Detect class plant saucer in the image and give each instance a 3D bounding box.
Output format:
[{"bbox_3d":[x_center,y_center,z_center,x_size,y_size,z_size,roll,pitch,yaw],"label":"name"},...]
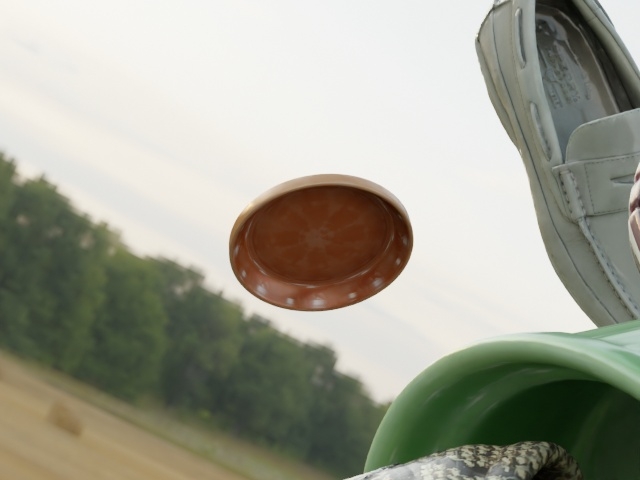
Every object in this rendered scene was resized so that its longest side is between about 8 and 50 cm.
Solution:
[{"bbox_3d":[0.000,0.000,0.811,0.083,0.083,0.013,30,34,-33],"label":"plant saucer"}]

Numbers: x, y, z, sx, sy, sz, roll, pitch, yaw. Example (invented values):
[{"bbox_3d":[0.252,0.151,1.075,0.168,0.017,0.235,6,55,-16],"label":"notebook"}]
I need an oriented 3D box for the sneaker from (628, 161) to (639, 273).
[{"bbox_3d":[0.215,-0.099,0.883,0.106,0.281,0.162,7,-48,15],"label":"sneaker"}]

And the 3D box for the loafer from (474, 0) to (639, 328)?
[{"bbox_3d":[0.204,-0.054,1.282,0.319,0.112,0.111,63,-21,19],"label":"loafer"}]

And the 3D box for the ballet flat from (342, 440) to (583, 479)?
[{"bbox_3d":[0.087,0.268,0.703,0.182,0.483,0.164,-26,-49,20],"label":"ballet flat"}]

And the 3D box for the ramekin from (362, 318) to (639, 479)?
[{"bbox_3d":[0.170,0.179,0.886,0.148,0.303,0.303,-14,21,-38],"label":"ramekin"}]
